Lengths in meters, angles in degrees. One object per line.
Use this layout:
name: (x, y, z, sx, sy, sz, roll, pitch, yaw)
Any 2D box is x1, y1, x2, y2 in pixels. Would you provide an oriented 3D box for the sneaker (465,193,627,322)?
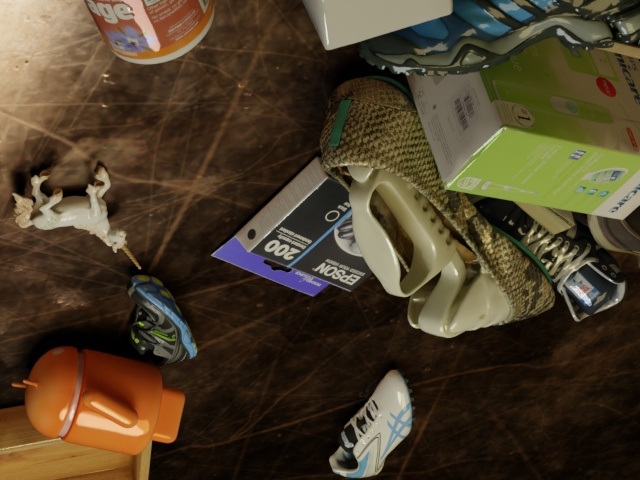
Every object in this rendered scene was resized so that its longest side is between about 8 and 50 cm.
sneaker: (0.310, 0.017, 2.053, 0.282, 0.153, 0.099, 18, 127, -40)

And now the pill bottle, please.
pill bottle: (-0.189, -0.283, 1.471, 0.121, 0.121, 0.216, -23, 142, 0)

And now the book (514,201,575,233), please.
book: (0.275, -0.079, 1.968, 0.035, 0.096, 0.144, -24, 146, 28)

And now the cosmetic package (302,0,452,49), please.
cosmetic package: (0.021, -0.343, 1.415, 0.138, 0.224, 0.225, -18, 142, -6)

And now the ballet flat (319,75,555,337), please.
ballet flat: (0.133, 0.006, 1.869, 0.164, 0.182, 0.483, -2, 143, 37)

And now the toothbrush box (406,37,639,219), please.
toothbrush box: (0.257, -0.155, 1.767, 0.283, 0.206, 0.122, 9, 141, -34)

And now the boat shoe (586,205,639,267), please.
boat shoe: (0.475, -0.031, 2.068, 0.130, 0.132, 0.355, 4, 167, 34)

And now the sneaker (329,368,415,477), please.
sneaker: (0.080, 0.288, 2.326, 0.086, 0.085, 0.237, -5, 139, -28)

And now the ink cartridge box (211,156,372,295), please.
ink cartridge box: (0.000, 0.000, 1.971, 0.208, 0.045, 0.206, -41, 139, 25)

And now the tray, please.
tray: (-0.446, 0.318, 2.113, 0.411, 0.076, 0.203, -8, 141, -17)

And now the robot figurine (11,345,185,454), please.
robot figurine: (-0.292, 0.209, 1.993, 0.219, 0.158, 0.128, 14, 121, -18)

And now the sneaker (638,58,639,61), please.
sneaker: (0.502, -0.279, 1.857, 0.124, 0.107, 0.283, -4, 145, -45)

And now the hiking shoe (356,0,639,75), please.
hiking shoe: (0.179, -0.249, 1.508, 0.304, 0.113, 0.132, -11, 111, -3)

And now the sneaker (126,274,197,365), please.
sneaker: (-0.216, 0.112, 1.980, 0.078, 0.067, 0.188, -26, 146, -5)

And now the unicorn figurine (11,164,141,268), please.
unicorn figurine: (-0.283, -0.034, 1.786, 0.162, 0.060, 0.111, 8, 136, -10)

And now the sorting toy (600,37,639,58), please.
sorting toy: (0.314, -0.261, 1.746, 0.274, 0.132, 0.046, 7, 115, -32)
